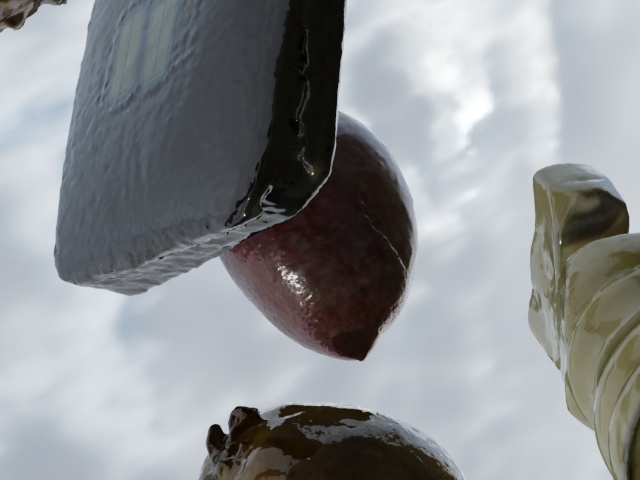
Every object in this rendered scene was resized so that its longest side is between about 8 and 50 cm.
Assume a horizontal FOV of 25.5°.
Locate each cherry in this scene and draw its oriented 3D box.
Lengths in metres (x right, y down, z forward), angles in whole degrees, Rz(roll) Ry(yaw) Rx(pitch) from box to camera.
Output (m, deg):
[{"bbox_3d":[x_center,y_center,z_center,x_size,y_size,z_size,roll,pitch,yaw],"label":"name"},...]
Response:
[{"bbox_3d":[0.000,0.000,1.221,0.175,0.250,0.192,-20,-35,2],"label":"cherry"}]

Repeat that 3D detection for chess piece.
[{"bbox_3d":[0.120,0.036,0.535,0.090,0.200,0.090,-3,-71,-9],"label":"chess piece"}]

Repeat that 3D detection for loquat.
[{"bbox_3d":[0.009,0.227,1.107,0.238,0.238,0.193,40,-115,-42],"label":"loquat"}]

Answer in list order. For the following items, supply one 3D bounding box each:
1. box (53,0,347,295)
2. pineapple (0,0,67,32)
[{"bbox_3d":[-0.093,-0.145,1.128,0.091,0.350,0.359,16,-112,-31],"label":"box"},{"bbox_3d":[-0.185,-0.132,0.603,0.340,0.169,0.169,-83,-19,-64],"label":"pineapple"}]
